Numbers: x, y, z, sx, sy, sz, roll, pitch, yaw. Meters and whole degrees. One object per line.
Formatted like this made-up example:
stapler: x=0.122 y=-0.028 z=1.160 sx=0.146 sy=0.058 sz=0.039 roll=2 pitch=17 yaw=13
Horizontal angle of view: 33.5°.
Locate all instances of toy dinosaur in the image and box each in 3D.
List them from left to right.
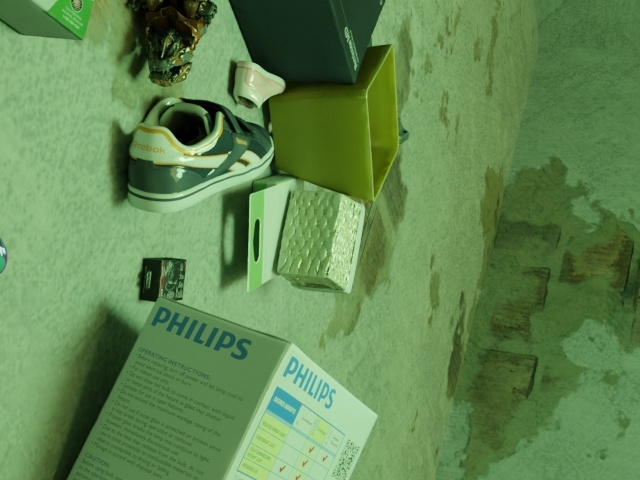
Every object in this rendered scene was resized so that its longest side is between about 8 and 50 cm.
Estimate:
toy dinosaur: x=-0.185 y=-0.376 z=1.418 sx=0.218 sy=0.164 sz=0.322 roll=75 pitch=8 yaw=-75

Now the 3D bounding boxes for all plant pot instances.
plant pot: x=0.023 y=-0.213 z=1.881 sx=0.212 sy=0.187 sz=0.212 roll=-63 pitch=152 yaw=-54

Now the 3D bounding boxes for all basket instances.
basket: x=0.000 y=0.000 z=1.859 sx=0.103 sy=0.113 sz=0.167 roll=34 pitch=64 yaw=-65

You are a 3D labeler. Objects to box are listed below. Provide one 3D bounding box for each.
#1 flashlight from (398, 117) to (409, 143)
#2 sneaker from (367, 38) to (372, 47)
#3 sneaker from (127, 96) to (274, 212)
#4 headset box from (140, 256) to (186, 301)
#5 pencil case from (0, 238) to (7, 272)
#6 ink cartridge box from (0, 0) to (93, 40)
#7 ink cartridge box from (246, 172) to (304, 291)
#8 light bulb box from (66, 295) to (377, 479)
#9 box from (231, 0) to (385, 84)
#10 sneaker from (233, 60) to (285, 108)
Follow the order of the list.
flashlight: x=0.092 y=-0.209 z=2.227 sx=0.103 sy=0.103 sz=0.304 roll=59 pitch=23 yaw=-4
sneaker: x=0.054 y=-0.397 z=2.014 sx=0.140 sy=0.125 sz=0.340 roll=-3 pitch=101 yaw=-74
sneaker: x=-0.159 y=-0.145 z=1.523 sx=0.321 sy=0.126 sz=0.127 roll=-40 pitch=139 yaw=-59
headset box: x=-0.228 y=0.056 z=1.535 sx=0.083 sy=0.032 sz=0.062 roll=-1 pitch=97 yaw=-69
pencil case: x=-0.383 y=0.035 z=1.068 sx=0.152 sy=0.064 sz=0.070 roll=-42 pitch=119 yaw=-60
ink cartridge box: x=-0.300 y=-0.341 z=1.135 sx=0.153 sy=0.087 sz=0.208 roll=37 pitch=63 yaw=-66
ink cartridge box: x=-0.095 y=-0.018 z=1.834 sx=0.235 sy=0.056 sz=0.171 roll=-24 pitch=119 yaw=-65
light bulb box: x=-0.137 y=0.321 z=1.462 sx=0.361 sy=0.225 sz=0.358 roll=-65 pitch=150 yaw=-14
box: x=-0.016 y=-0.484 z=1.718 sx=0.343 sy=0.179 sz=0.312 roll=69 pitch=34 yaw=-51
sneaker: x=-0.104 y=-0.245 z=1.747 sx=0.134 sy=0.051 sz=0.070 roll=18 pitch=81 yaw=-66
